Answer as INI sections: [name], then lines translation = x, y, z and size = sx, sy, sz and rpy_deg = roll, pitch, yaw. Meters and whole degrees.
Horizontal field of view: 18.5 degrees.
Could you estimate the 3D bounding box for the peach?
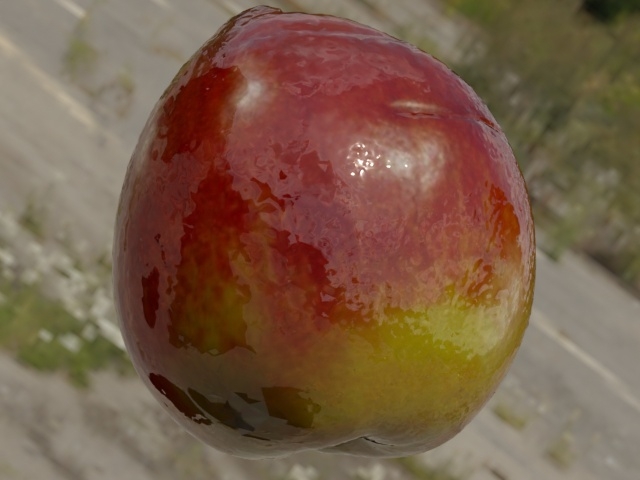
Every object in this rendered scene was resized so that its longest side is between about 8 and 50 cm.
[peach]
translation = 0.000, 0.000, 0.847
size = 0.190, 0.192, 0.190
rpy_deg = 4, -4, 0
